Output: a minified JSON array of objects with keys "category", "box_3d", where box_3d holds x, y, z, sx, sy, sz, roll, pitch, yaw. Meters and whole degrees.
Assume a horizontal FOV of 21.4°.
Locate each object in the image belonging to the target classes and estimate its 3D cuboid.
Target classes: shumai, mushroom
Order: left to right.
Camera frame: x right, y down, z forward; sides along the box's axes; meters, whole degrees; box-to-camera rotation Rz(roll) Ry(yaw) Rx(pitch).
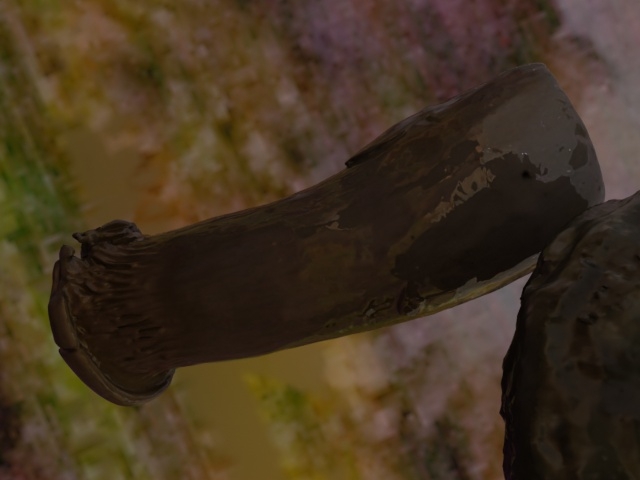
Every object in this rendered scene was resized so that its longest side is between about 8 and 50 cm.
[{"category":"mushroom","box_3d":[0.000,0.003,0.673,0.092,0.223,0.081,-114,-179,-50]},{"category":"shumai","box_3d":[0.188,0.085,0.577,0.272,0.204,0.222,-11,96,-55]}]
